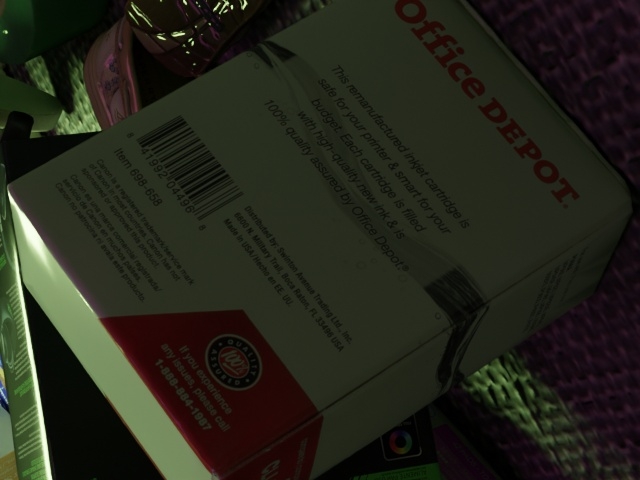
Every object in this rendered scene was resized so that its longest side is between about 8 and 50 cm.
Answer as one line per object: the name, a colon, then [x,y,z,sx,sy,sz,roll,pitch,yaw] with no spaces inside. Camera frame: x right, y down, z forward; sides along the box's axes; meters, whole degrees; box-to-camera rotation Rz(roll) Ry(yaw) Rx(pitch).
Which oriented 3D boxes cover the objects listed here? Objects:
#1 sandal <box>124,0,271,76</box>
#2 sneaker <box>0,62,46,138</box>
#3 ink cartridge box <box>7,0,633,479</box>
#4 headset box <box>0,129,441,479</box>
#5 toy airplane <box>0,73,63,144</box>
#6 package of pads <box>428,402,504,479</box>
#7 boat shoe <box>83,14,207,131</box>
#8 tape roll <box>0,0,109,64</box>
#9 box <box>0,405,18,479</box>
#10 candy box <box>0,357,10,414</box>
sandal: [-0.072,-0.164,1.246,0.072,0.049,0.180,56,144,-5]
sneaker: [-0.365,-0.106,1.809,0.293,0.146,0.102,64,158,-9]
ink cartridge box: [0.000,0.000,0.989,0.197,0.273,0.114,52,160,20]
headset box: [-0.074,0.075,1.163,0.131,0.246,0.283,147,115,-69]
toy airplane: [-0.351,-0.037,1.573,0.386,0.384,0.272,31,104,32]
package of pads: [0.103,0.277,1.344,0.229,0.101,0.296,47,156,32]
boat shoe: [-0.091,-0.036,1.361,0.285,0.105,0.089,61,161,-2]
tape roll: [-0.289,-0.303,1.492,0.321,0.077,0.321,46,155,29]
box: [-0.365,0.277,1.943,0.091,0.130,0.170,36,146,39]
candy box: [-0.245,0.185,1.924,0.268,0.122,0.317,58,152,3]
